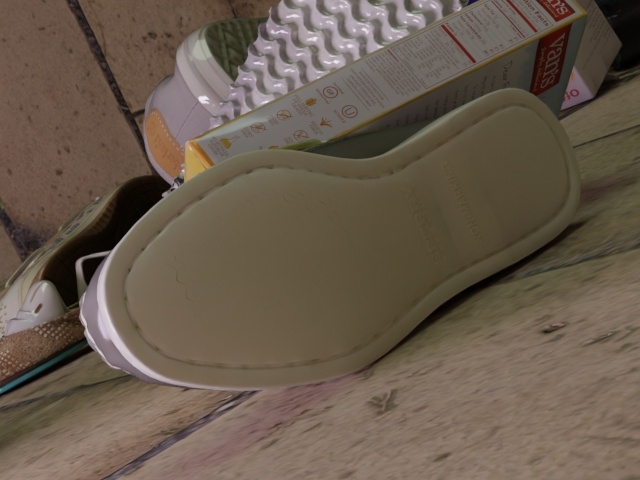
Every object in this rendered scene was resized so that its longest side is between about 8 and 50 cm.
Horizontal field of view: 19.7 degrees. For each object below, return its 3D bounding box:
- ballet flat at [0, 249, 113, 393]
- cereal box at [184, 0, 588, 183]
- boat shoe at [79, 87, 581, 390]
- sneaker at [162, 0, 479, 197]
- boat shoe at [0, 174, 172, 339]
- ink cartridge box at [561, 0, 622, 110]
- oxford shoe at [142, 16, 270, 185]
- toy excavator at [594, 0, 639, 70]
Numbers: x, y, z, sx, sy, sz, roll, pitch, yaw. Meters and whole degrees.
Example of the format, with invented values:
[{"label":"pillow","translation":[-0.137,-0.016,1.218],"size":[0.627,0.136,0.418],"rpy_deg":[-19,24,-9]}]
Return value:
[{"label":"ballet flat","translation":[-0.191,0.052,1.449],"size":[0.206,0.067,0.073],"rpy_deg":[-29,8,-29]},{"label":"cereal box","translation":[0.033,-0.041,1.042],"size":[0.240,0.047,0.173],"rpy_deg":[-28,-28,-23]},{"label":"boat shoe","translation":[0.002,0.004,0.879],"size":[0.305,0.109,0.091],"rpy_deg":[-22,1,-42]},{"label":"sneaker","translation":[0.014,-0.070,1.151],"size":[0.293,0.102,0.146],"rpy_deg":[-50,-25,25]},{"label":"boat shoe","translation":[-0.199,0.019,1.609],"size":[0.089,0.104,0.285],"rpy_deg":[-19,8,28]},{"label":"ink cartridge box","translation":[0.190,-0.175,1.608],"size":[0.092,0.143,0.090],"rpy_deg":[-20,25,40]},{"label":"oxford shoe","translation":[-0.017,-0.112,1.624],"size":[0.130,0.169,0.449],"rpy_deg":[-48,-16,23]},{"label":"toy excavator","translation":[0.280,-0.403,1.700],"size":[0.222,0.445,0.433],"rpy_deg":[-26,5,-1]}]
